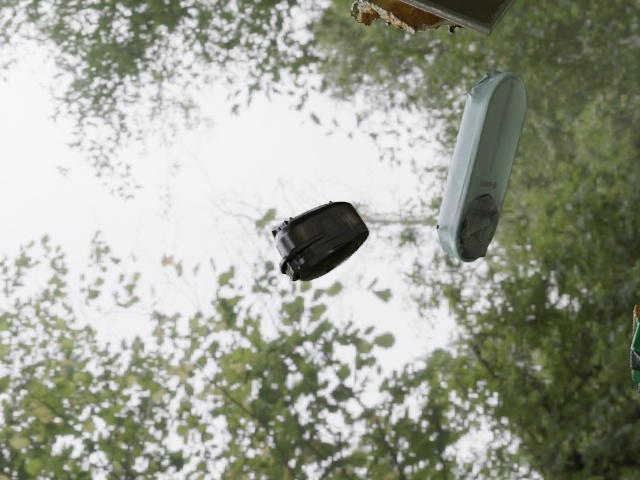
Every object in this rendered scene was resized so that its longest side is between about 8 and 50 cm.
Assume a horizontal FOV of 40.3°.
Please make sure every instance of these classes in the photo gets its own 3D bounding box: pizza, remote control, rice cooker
[{"bbox_3d":[0.249,-0.507,1.900,0.073,0.366,0.182,86,170,-45],"label":"pizza"},{"bbox_3d":[0.206,-0.093,1.114,0.104,0.052,0.247,3,-78,-51],"label":"remote control"},{"bbox_3d":[0.000,0.000,1.474,0.112,0.165,0.106,103,144,-65],"label":"rice cooker"}]

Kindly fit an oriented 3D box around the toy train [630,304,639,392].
[{"bbox_3d":[0.593,0.200,1.539,0.136,0.091,0.227,-54,-37,-39],"label":"toy train"}]

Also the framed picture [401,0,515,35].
[{"bbox_3d":[0.277,-0.515,1.681,0.315,0.232,0.024,-52,-18,-38],"label":"framed picture"}]
